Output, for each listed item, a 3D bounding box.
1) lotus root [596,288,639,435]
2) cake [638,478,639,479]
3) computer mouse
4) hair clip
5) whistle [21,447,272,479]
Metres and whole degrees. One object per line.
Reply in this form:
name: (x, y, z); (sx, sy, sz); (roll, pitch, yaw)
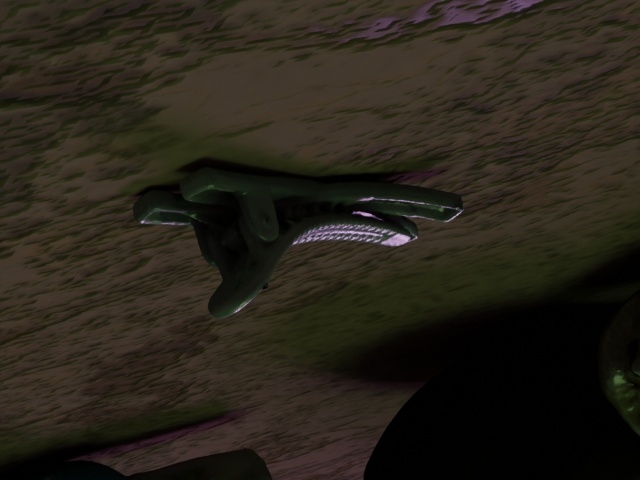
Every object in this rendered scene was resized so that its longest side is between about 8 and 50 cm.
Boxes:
lotus root: (0.205, 0.039, 0.867); (0.192, 0.088, 0.113); (-14, -179, -38)
cake: (0.266, 0.195, 1.173); (0.320, 0.270, 0.269); (-19, 165, 4)
computer mouse: (0.096, 0.090, 0.944); (0.137, 0.086, 0.270); (-30, 173, 23)
hair clip: (-0.001, 0.001, 0.569); (0.030, 0.039, 0.115); (-21, 170, 38)
whistle: (-0.134, 0.138, 0.892); (0.236, 0.077, 0.114); (-19, -163, -17)
